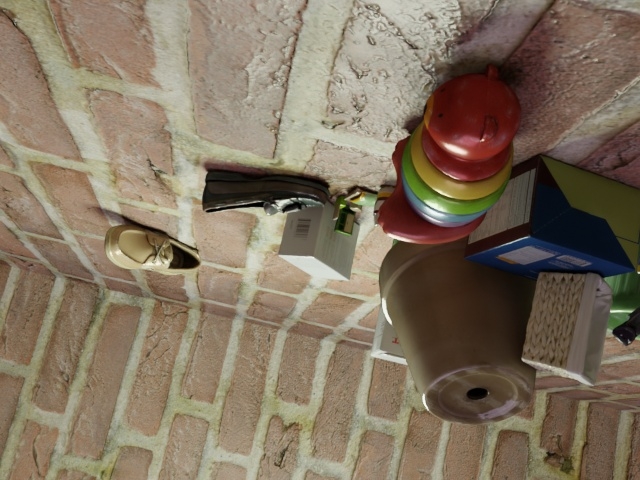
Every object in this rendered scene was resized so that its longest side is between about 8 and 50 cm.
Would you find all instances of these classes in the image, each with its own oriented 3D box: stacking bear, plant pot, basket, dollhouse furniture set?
[{"bbox_3d":[0.187,-0.121,1.110,0.164,0.176,0.289,14,158,2],"label":"stacking bear"},{"bbox_3d":[0.270,0.165,1.480,0.323,0.280,0.323,1,135,1],"label":"plant pot"},{"bbox_3d":[0.403,0.140,1.327,0.103,0.167,0.113,7,166,33],"label":"basket"},{"bbox_3d":[0.071,-0.054,1.618,0.076,0.059,0.151,17,165,-18],"label":"dollhouse furniture set"}]

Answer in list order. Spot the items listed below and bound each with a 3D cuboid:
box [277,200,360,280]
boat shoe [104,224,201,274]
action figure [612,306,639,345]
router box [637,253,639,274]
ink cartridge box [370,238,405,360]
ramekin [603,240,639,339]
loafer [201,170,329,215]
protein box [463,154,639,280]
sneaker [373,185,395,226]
[{"bbox_3d":[0.000,0.000,1.739,0.091,0.130,0.170,3,162,30],"label":"box"},{"bbox_3d":[-0.462,0.026,2.268,0.110,0.122,0.341,0,171,27],"label":"boat shoe"},{"bbox_3d":[0.608,0.082,1.306,0.185,0.285,0.099,43,166,19],"label":"action figure"},{"bbox_3d":[0.521,-0.037,0.955,0.308,0.243,0.081,18,164,-24],"label":"router box"},{"bbox_3d":[0.237,0.137,1.760,0.201,0.278,0.117,14,165,-6],"label":"ink cartridge box"},{"bbox_3d":[0.667,0.099,1.501,0.303,0.148,0.303,13,167,3],"label":"ramekin"},{"bbox_3d":[-0.113,-0.080,1.625,0.267,0.084,0.096,7,164,21],"label":"loafer"},{"bbox_3d":[0.376,-0.023,1.330,0.199,0.136,0.201,16,165,-16],"label":"protein box"},{"bbox_3d":[0.190,-0.040,1.525,0.185,0.084,0.069,13,165,1],"label":"sneaker"}]
